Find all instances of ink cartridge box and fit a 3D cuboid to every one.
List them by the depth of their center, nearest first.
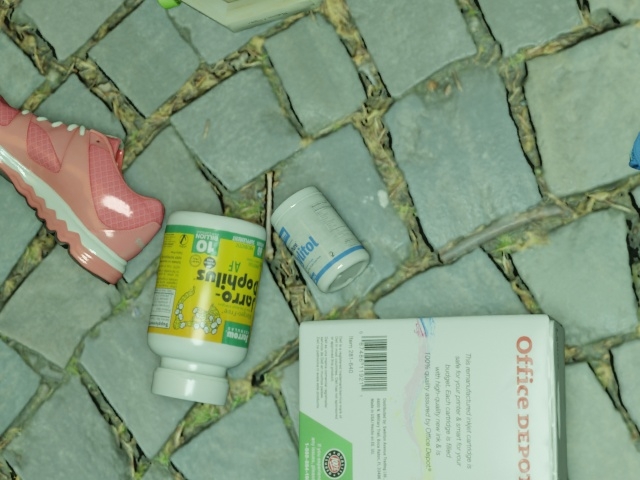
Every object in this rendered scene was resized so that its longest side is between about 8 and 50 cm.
[{"bbox_3d":[0.123,0.187,1.711,0.278,0.117,0.201,-3,81,17],"label":"ink cartridge box"}]

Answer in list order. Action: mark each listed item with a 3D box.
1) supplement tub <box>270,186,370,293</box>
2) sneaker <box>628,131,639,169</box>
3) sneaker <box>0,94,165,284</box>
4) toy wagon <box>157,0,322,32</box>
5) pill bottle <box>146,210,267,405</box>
[{"bbox_3d":[0.000,0.000,1.802,0.071,0.071,0.107,-41,73,8],"label":"supplement tub"},{"bbox_3d":[0.383,-0.136,1.695,0.126,0.091,0.240,-11,80,16],"label":"sneaker"},{"bbox_3d":[-0.306,-0.095,1.905,0.136,0.116,0.314,-42,79,-3],"label":"sneaker"},{"bbox_3d":[-0.088,-0.429,1.895,0.267,0.068,0.344,-15,77,14],"label":"toy wagon"},{"bbox_3d":[-0.133,0.078,1.807,0.118,0.117,0.208,8,84,18],"label":"pill bottle"}]
